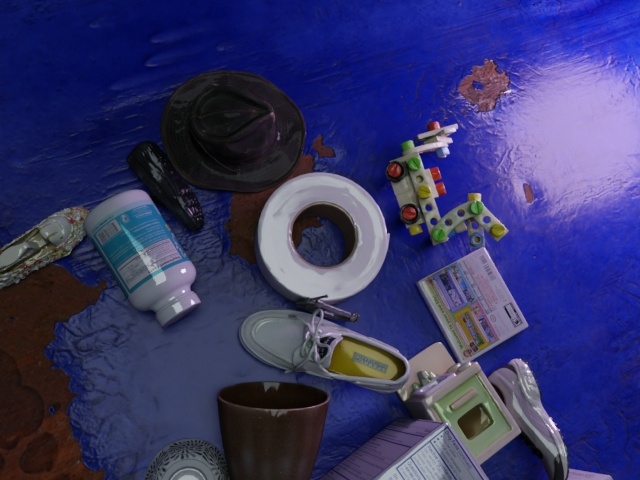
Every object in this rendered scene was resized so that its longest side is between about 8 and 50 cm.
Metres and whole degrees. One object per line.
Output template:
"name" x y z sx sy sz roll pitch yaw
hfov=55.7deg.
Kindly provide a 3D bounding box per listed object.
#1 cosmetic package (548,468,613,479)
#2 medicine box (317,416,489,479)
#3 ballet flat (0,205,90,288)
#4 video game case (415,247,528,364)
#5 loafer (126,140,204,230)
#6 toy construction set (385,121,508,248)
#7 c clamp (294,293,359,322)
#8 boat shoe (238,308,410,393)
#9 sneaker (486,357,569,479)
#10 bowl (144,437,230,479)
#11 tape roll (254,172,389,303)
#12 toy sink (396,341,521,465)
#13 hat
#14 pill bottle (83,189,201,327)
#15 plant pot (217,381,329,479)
"cosmetic package" 0.521 0.589 1.252 0.183 0.151 0.151 -22 81 -17
"medicine box" 0.127 0.478 1.142 0.289 0.263 0.149 -32 85 -16
"ballet flat" -0.568 0.010 1.221 0.241 0.077 0.091 -42 86 -18
"video game case" 0.349 0.148 1.397 0.193 0.023 0.212 -26 83 -16
"loafer" -0.334 -0.109 1.308 0.078 0.076 0.223 -35 92 19
"toy construction set" 0.272 -0.124 1.384 0.215 0.151 0.328 -19 71 10
"c clamp" 0.019 0.146 1.257 0.160 0.137 0.022 26 66 -39
"boat shoe" 0.006 0.219 1.219 0.367 0.156 0.136 19 73 6
"sneaker" 0.448 0.399 1.316 0.108 0.100 0.272 -21 68 -3
"bowl" -0.255 0.471 1.165 0.170 0.080 0.170 3 75 -11
"tape roll" 0.000 0.000 1.325 0.286 0.100 0.286 3 75 -10
"toy sink" 0.278 0.342 1.276 0.152 0.131 0.234 -29 83 -17
"hat" -0.188 -0.266 1.339 0.331 0.134 0.332 3 75 -10
"pill bottle" -0.349 0.040 1.221 0.146 0.146 0.264 -32 84 -17
"plant pot" -0.096 0.409 1.162 0.215 0.215 0.231 3 90 -10
